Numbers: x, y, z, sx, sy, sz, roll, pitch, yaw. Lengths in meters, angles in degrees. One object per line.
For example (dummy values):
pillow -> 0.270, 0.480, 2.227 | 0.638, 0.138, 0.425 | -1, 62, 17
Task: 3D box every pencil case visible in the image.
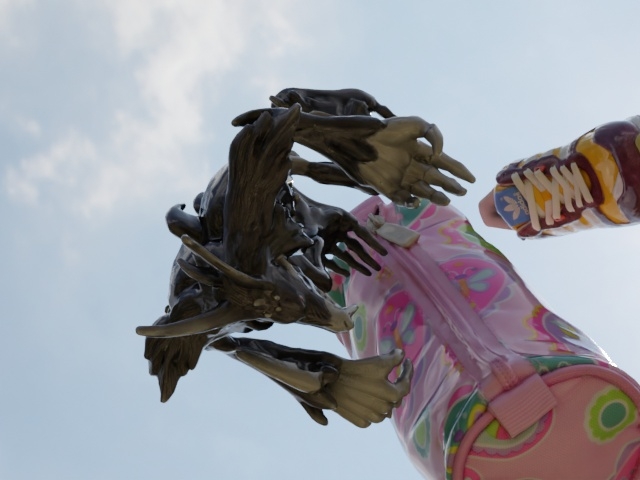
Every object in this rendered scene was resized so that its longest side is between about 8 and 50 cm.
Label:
pencil case -> 0.084, 0.066, 0.869 | 0.124, 0.284, 0.124 | -6, -67, -13

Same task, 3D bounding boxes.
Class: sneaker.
sneaker -> 0.160, -0.031, 0.965 | 0.084, 0.185, 0.069 | -18, -95, -10

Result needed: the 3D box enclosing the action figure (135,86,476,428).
action figure -> 0.000, 0.000, 0.761 | 0.141, 0.276, 0.164 | 21, -71, 4
